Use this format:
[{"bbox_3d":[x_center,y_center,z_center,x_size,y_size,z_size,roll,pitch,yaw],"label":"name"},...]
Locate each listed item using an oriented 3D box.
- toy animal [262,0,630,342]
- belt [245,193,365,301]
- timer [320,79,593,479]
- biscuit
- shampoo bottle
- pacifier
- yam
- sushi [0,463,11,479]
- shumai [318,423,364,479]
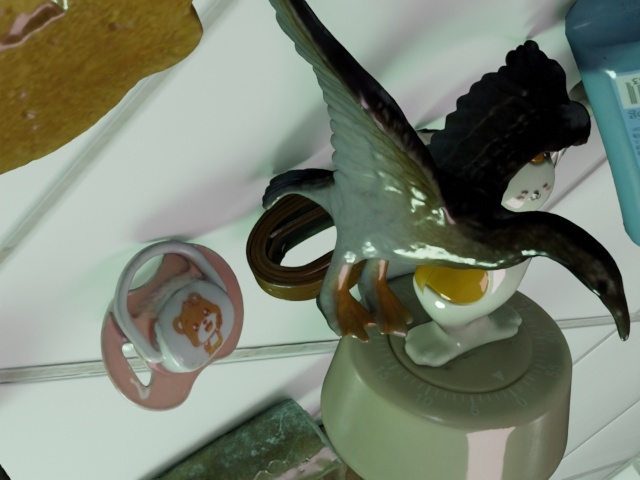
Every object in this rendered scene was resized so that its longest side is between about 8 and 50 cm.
[{"bbox_3d":[0.066,-0.013,0.654,0.272,0.197,0.160,-14,155,-50],"label":"toy animal"},{"bbox_3d":[0.000,0.000,0.743,0.083,0.059,0.036,-31,159,-4],"label":"belt"},{"bbox_3d":[0.099,0.025,0.869,0.175,0.175,0.266,-21,137,-29],"label":"timer"},{"bbox_3d":[-0.150,-0.048,0.460,0.249,0.035,0.184,-34,160,0],"label":"biscuit"},{"bbox_3d":[0.221,-0.054,0.807,0.103,0.061,0.258,-18,138,10],"label":"shampoo bottle"},{"bbox_3d":[-0.089,0.042,0.724,0.078,0.081,0.099,-8,-152,48],"label":"pacifier"},{"bbox_3d":[-0.070,0.185,1.041,0.169,0.068,0.068,-29,159,0],"label":"yam"},{"bbox_3d":[-0.216,0.154,0.725,0.098,0.094,0.084,-20,154,-29],"label":"sushi"},{"bbox_3d":[-0.035,0.342,1.163,0.314,0.262,0.267,-31,158,-1],"label":"shumai"}]
